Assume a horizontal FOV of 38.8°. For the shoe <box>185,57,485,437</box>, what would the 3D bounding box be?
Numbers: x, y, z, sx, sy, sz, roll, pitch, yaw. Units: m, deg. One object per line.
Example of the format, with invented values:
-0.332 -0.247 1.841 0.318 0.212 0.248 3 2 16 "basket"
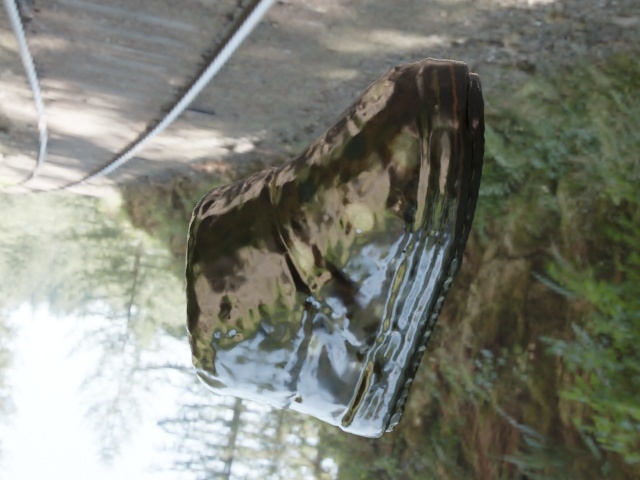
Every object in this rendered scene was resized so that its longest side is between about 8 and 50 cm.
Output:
0.000 0.000 0.826 0.237 0.383 0.171 14 -146 0 "shoe"
